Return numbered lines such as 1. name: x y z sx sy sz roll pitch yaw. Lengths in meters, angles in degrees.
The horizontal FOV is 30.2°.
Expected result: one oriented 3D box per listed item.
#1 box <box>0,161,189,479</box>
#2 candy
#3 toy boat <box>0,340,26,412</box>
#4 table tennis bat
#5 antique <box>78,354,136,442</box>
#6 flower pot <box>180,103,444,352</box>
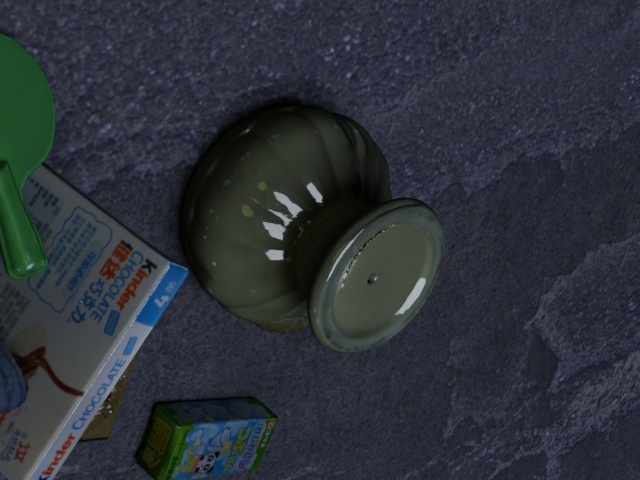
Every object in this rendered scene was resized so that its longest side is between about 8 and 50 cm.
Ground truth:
1. box: -0.304 0.073 1.222 0.273 0.265 0.048 -55 151 2
2. candy: -0.158 0.280 1.676 0.194 0.062 0.097 3 113 -48
3. toy boat: -0.417 0.096 1.137 0.127 0.283 0.078 -63 -179 5
4. table tennis bat: -0.328 -0.086 1.173 0.160 0.039 0.257 -20 94 -30
5. antique: -0.307 0.147 1.365 0.147 0.148 0.152 3 112 -48
6. flower pot: 0.000 0.000 1.496 0.307 0.244 0.307 -25 132 -30
